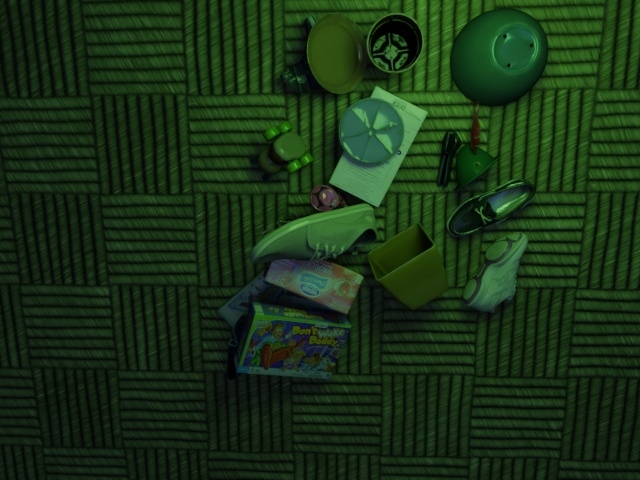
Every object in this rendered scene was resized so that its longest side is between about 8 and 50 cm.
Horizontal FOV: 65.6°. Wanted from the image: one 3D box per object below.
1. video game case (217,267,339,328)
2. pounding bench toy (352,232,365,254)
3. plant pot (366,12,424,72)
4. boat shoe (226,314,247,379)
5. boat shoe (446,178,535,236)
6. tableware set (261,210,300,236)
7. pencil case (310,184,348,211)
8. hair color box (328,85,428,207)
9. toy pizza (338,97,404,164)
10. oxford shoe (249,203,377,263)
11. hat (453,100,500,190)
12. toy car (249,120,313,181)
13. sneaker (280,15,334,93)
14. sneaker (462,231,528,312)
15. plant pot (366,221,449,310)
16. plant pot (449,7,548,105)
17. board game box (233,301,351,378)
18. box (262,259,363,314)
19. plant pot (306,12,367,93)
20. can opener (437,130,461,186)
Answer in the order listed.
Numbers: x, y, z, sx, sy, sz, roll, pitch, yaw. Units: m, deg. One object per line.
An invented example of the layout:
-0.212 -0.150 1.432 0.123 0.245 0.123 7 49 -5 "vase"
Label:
-0.150 0.255 1.780 0.329 0.036 0.300 -41 97 10 "video game case"
0.119 0.004 1.697 0.052 0.065 0.083 9 101 2 "pounding bench toy"
0.221 -0.589 1.518 0.167 0.165 0.167 1 103 3 "plant pot"
-0.274 0.386 1.754 0.109 0.089 0.258 13 114 9 "boat shoe"
0.558 -0.107 1.636 0.302 0.091 0.114 -36 97 9 "boat shoe"
-0.123 -0.023 1.727 0.154 0.024 0.104 -33 98 9 "tableware set"
0.034 -0.124 1.603 0.098 0.209 0.095 36 98 12 "pencil case"
0.183 -0.300 1.610 0.185 0.110 0.339 27 103 0 "hair color box"
0.157 -0.336 1.536 0.201 0.032 0.201 1 100 5 "toy pizza"
0.000 0.000 1.519 0.449 0.169 0.130 -16 72 -29 "oxford shoe"
0.451 -0.288 1.580 0.183 0.208 0.173 52 142 -1 "hat"
-0.149 -0.273 1.646 0.188 0.149 0.155 -30 96 38 "toy car"
-0.060 -0.580 1.575 0.163 0.086 0.226 -15 102 3 "sneaker"
0.613 0.111 1.686 0.152 0.114 0.305 26 107 -16 "sneaker"
0.305 0.100 1.647 0.212 0.212 0.187 -33 111 9 "plant pot"
0.553 -0.558 1.491 0.290 0.195 0.290 1 102 4 "plant pot"
-0.097 0.346 1.694 0.347 0.078 0.233 10 111 -23 "board game box"
-0.028 0.118 1.658 0.300 0.154 0.142 24 88 -9 "box"
0.048 -0.576 1.541 0.236 0.032 0.236 -8 103 -34 "plant pot"
0.414 -0.269 1.633 0.073 0.059 0.186 -3 114 -23 "can opener"
